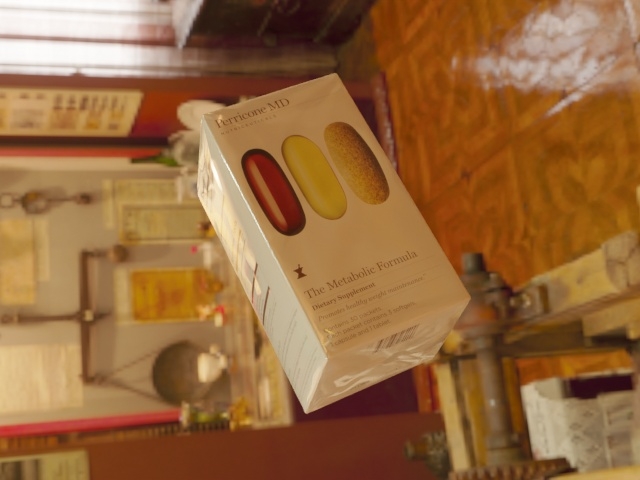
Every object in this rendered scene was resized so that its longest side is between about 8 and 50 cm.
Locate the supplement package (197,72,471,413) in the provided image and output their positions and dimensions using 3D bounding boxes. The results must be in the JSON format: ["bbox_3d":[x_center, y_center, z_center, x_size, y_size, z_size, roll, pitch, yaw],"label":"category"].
[{"bbox_3d":[0.000,0.000,0.871,0.244,0.139,0.134,61,159,22],"label":"supplement package"}]
